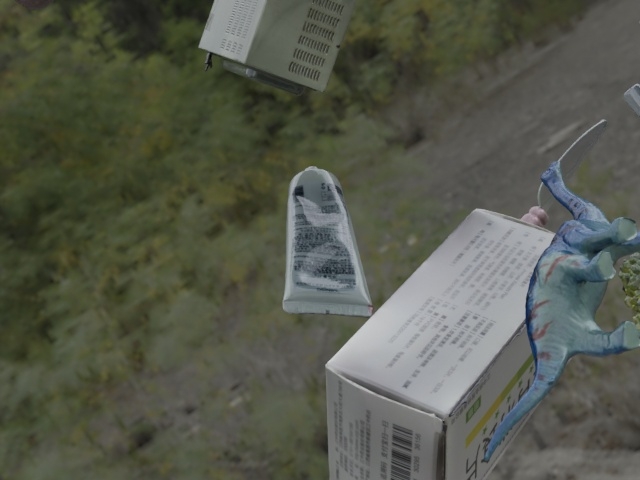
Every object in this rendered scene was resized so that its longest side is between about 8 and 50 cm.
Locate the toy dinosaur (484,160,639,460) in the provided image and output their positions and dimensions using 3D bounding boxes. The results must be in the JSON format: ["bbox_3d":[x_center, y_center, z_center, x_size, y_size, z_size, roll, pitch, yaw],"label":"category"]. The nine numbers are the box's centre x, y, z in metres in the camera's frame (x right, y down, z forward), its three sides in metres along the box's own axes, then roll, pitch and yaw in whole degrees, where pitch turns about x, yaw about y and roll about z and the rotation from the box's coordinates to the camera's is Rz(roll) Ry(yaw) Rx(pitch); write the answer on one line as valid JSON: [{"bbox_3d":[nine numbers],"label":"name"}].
[{"bbox_3d":[0.221,0.031,1.138,0.144,0.076,0.329,-23,38,41],"label":"toy dinosaur"}]

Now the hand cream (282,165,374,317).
[{"bbox_3d":[0.000,0.000,1.934,0.124,0.077,0.340,5,37,-8],"label":"hand cream"}]

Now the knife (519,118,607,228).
[{"bbox_3d":[0.379,-0.077,2.264,0.043,0.081,0.336,28,82,35],"label":"knife"}]

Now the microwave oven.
[{"bbox_3d":[-0.065,-0.319,1.995,0.240,0.145,0.194,32,107,65],"label":"microwave oven"}]

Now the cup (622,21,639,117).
[{"bbox_3d":[0.554,-0.284,1.949,0.300,0.173,0.167,-41,-5,38],"label":"cup"}]

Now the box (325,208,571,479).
[{"bbox_3d":[0.145,0.132,1.415,0.145,0.173,0.333,19,42,27],"label":"box"}]

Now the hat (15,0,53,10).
[{"bbox_3d":[-0.295,-0.282,1.446,0.087,0.042,0.058,-39,-32,12],"label":"hat"}]

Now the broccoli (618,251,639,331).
[{"bbox_3d":[0.489,0.072,1.689,0.242,0.273,0.180,-34,-26,26],"label":"broccoli"}]
